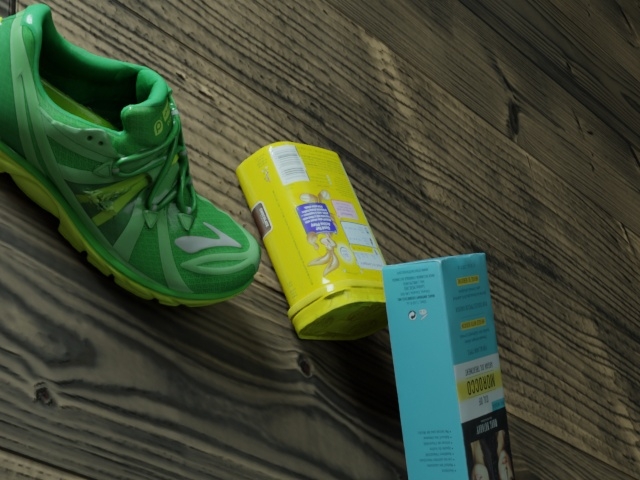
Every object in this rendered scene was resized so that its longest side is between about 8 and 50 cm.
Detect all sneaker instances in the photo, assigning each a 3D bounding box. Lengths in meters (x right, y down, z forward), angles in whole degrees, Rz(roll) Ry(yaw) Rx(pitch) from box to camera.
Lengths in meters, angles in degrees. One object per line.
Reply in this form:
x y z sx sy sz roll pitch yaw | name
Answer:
-0.144 -0.056 0.983 0.295 0.123 0.109 41 32 -28 | sneaker

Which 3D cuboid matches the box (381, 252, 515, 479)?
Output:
0.117 0.137 1.175 0.100 0.060 0.244 -6 88 -59 | box

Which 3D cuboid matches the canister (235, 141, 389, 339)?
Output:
0.000 0.000 1.204 0.126 0.073 0.170 8 54 -54 | canister
